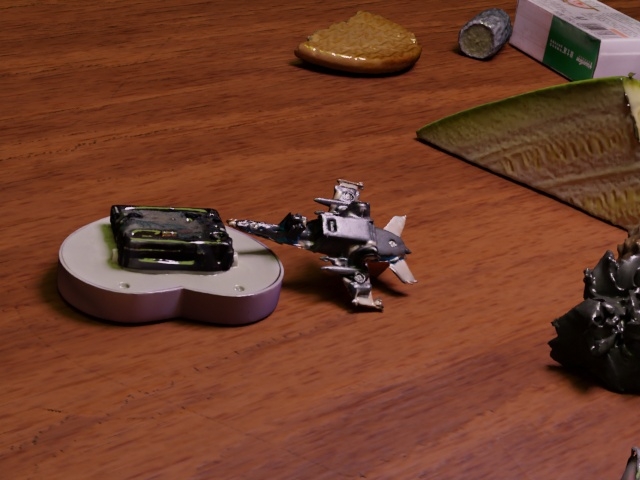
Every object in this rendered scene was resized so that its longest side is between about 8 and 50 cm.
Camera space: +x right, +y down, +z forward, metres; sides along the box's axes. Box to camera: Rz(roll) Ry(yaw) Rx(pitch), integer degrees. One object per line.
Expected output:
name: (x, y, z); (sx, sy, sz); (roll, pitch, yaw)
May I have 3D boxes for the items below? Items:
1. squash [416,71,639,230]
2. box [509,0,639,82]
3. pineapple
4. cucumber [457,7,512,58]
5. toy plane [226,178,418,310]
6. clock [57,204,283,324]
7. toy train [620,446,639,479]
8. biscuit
squash: (0.274, -0.079, 1.675); (0.288, 0.203, 0.111); (-16, 4, 42)
box: (0.381, -0.283, 2.083); (0.135, 0.081, 0.199); (-5, 31, -29)
pineapple: (0.294, 0.053, 1.330); (0.119, 0.111, 0.237); (-11, 16, 44)
cucumber: (0.236, -0.297, 2.080); (0.064, 0.064, 0.112); (17, 26, 15)
toy plane: (0.006, -0.005, 1.335); (0.188, 0.062, 0.135); (17, 53, -35)
clock: (-0.135, 0.008, 1.308); (0.198, 0.064, 0.172); (3, 27, -16)
toy train: (0.334, 0.225, 0.906); (0.307, 0.173, 0.249); (14, 32, 7)
biscuit: (0.063, -0.260, 1.974); (0.144, 0.033, 0.224); (19, 27, 14)
